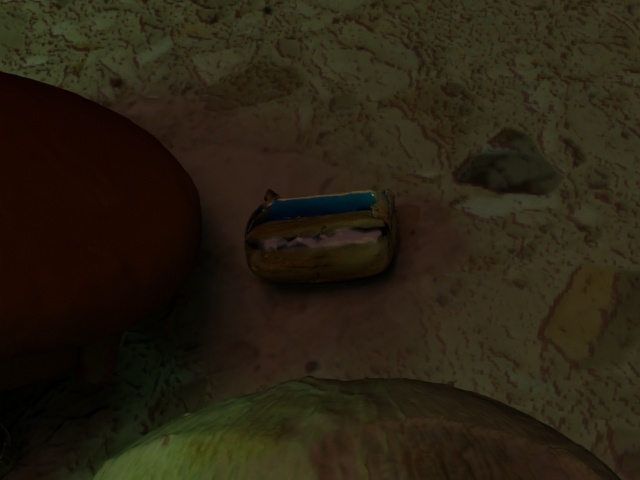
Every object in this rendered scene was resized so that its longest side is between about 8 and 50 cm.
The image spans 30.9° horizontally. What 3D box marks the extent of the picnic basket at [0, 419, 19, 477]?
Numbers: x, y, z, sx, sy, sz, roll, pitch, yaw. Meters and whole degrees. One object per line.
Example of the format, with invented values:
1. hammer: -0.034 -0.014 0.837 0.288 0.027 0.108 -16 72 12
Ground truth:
1. picnic basket: -0.299 0.121 0.807 0.115 0.079 0.164 -41 53 -10

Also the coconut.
1. coconut: 0.018 0.190 0.521 0.297 0.297 0.255 3 59 21

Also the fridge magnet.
1. fridge magnet: -0.261 -0.020 0.772 0.363 0.155 0.364 12 27 -6

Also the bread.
1. bread: 0.000 0.000 0.803 0.105 0.053 0.072 -6 32 12
